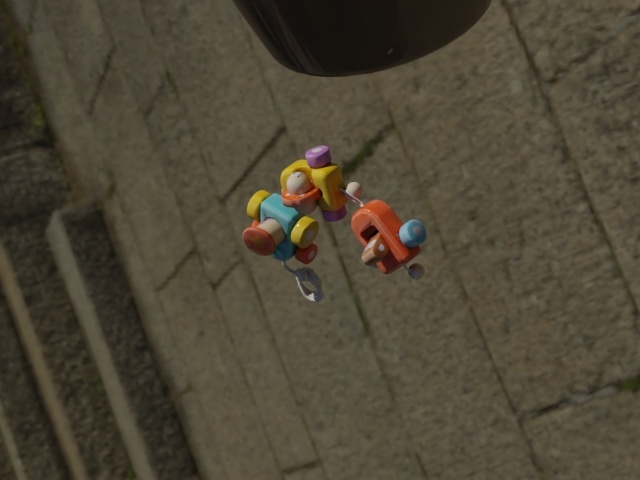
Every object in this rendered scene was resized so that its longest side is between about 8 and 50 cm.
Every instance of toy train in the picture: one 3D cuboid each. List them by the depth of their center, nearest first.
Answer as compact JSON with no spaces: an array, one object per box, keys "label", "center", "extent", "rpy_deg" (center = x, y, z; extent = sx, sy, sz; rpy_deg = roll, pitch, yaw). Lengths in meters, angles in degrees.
[{"label":"toy train","center":[0.000,0.000,0.896],"extent":[0.125,0.046,0.166],"rpy_deg":[56,142,-4]}]

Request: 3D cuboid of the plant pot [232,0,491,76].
[{"label":"plant pot","center":[0.008,-0.230,0.684],"extent":[0.263,0.263,0.229],"rpy_deg":[40,156,51]}]
